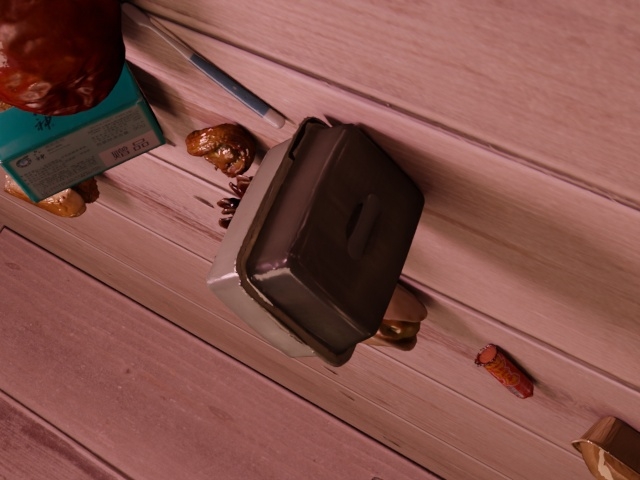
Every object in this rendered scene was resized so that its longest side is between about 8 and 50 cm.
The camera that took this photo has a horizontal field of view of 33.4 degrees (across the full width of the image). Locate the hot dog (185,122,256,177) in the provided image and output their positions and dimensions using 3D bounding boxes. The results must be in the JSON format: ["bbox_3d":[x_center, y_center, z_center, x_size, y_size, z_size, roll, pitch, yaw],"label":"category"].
[{"bbox_3d":[-0.160,-0.145,1.685,0.099,0.065,0.147,31,166,-27],"label":"hot dog"}]

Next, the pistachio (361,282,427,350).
[{"bbox_3d":[0.078,0.112,1.854,0.215,0.144,0.144,25,163,11],"label":"pistachio"}]

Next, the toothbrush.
[{"bbox_3d":[-0.163,-0.241,1.482,0.275,0.019,0.025,36,170,-7],"label":"toothbrush"}]

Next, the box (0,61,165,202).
[{"bbox_3d":[-0.391,-0.175,1.720,0.153,0.244,0.092,73,172,-66],"label":"box"}]

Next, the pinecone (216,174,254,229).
[{"bbox_3d":[-0.072,-0.011,1.670,0.207,0.208,0.208,31,164,10],"label":"pinecone"}]

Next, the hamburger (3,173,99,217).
[{"bbox_3d":[-0.633,-0.147,2.498,0.245,0.155,0.282,29,170,-8],"label":"hamburger"}]

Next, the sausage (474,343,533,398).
[{"bbox_3d":[0.330,0.238,1.867,0.145,0.050,0.048,42,168,-31],"label":"sausage"}]

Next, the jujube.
[{"bbox_3d":[-0.370,-0.279,1.436,0.223,0.223,0.318,32,174,9],"label":"jujube"}]

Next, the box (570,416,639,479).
[{"bbox_3d":[0.512,0.375,1.801,0.177,0.111,0.111,34,165,1],"label":"box"}]

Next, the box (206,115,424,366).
[{"bbox_3d":[0.000,0.000,1.383,0.166,0.291,0.220,-17,130,45],"label":"box"}]

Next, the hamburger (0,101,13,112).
[{"bbox_3d":[-0.719,-0.264,2.322,0.156,0.144,0.283,27,165,25],"label":"hamburger"}]
